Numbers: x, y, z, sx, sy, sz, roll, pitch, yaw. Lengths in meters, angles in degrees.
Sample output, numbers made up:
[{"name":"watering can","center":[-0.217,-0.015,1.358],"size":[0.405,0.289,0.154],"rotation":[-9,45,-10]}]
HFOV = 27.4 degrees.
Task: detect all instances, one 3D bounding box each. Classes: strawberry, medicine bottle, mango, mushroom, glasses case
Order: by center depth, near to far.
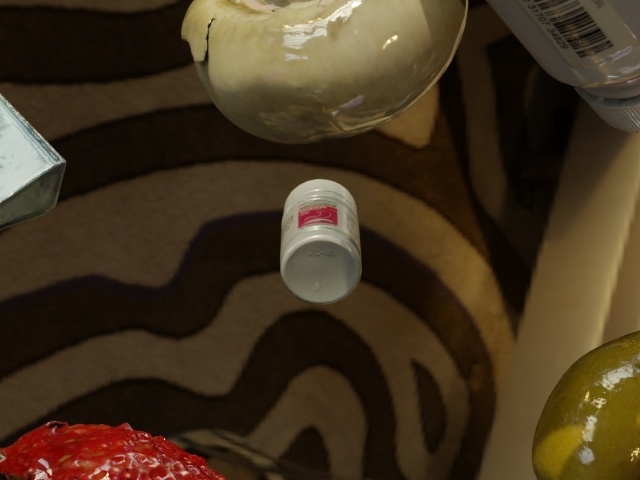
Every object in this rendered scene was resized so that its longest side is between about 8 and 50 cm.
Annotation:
[{"name":"medicine bottle","center":[0.126,-0.140,0.633],"size":[0.186,0.102,0.103],"rotation":[41,63,-36]},{"name":"mushroom","center":[0.001,-0.121,0.676],"size":[0.154,0.154,0.122],"rotation":[-47,123,-36]},{"name":"medicine bottle","center":[0.000,0.000,0.961],"size":[0.091,0.058,0.058],"rotation":[-91,162,-61]},{"name":"mango","center":[0.235,0.131,0.991],"size":[0.195,0.098,0.137],"rotation":[-37,136,-37]},{"name":"strawberry","center":[-0.148,0.284,1.087],"size":[0.239,0.288,0.250],"rotation":[-87,-173,-49]},{"name":"glasses case","center":[-0.350,-0.111,1.215],"size":[0.105,0.266,0.056],"rotation":[-37,154,-19]}]
